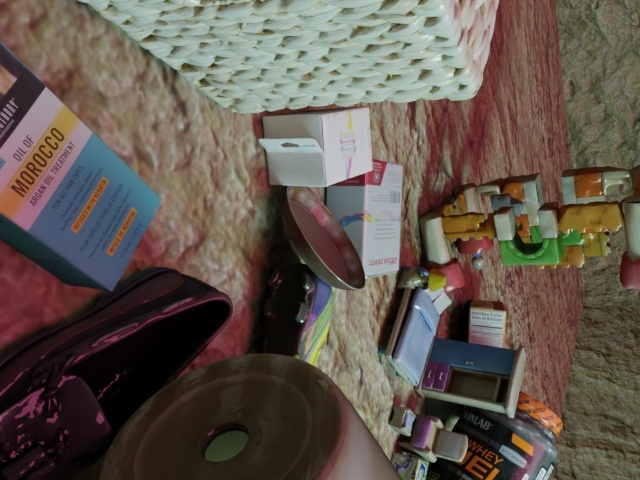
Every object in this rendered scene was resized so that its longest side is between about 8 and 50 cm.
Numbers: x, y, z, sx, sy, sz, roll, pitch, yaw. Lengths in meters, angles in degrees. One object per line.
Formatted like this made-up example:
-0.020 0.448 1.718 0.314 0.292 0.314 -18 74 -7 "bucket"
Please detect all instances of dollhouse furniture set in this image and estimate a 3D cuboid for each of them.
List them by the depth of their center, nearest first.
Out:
0.243 0.239 1.115 0.303 0.198 0.286 56 48 -44 "dollhouse furniture set"

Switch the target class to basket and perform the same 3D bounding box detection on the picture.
-0.005 -0.311 0.534 0.266 0.329 0.331 36 63 -56 "basket"

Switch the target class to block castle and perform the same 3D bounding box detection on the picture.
0.456 -0.001 1.202 0.303 0.454 0.212 -36 116 -53 "block castle"

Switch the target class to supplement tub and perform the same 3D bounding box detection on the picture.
0.346 0.480 1.224 0.338 0.207 0.207 -54 139 -15 "supplement tub"

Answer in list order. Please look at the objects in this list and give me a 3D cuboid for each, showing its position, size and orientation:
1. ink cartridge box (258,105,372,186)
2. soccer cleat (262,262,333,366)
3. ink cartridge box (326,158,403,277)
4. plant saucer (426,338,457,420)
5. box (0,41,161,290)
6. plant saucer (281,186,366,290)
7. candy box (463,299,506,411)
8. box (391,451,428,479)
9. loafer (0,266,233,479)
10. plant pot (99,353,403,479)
-0.006 -0.123 0.772 0.143 0.092 0.089 -26 115 -54 "ink cartridge box"
-0.038 0.172 0.754 0.121 0.094 0.289 38 61 -56 "soccer cleat"
0.068 -0.035 0.919 0.127 0.072 0.175 -3 96 -59 "ink cartridge box"
0.297 0.328 1.366 0.195 0.038 0.194 -12 105 -57 "plant saucer"
-0.232 -0.065 0.442 0.244 0.060 0.100 52 50 -47 "box"
0.000 0.000 0.787 0.168 0.029 0.168 49 19 -23 "plant saucer"
0.397 0.311 1.440 0.183 0.088 0.316 -3 95 -75 "candy box"
0.157 0.502 1.137 0.054 0.059 0.168 38 61 -51 "box"
-0.191 0.122 0.496 0.302 0.095 0.109 -48 134 -45 "loafer"
-0.044 0.264 0.498 0.323 0.323 0.280 -47 131 -45 "plant pot"
